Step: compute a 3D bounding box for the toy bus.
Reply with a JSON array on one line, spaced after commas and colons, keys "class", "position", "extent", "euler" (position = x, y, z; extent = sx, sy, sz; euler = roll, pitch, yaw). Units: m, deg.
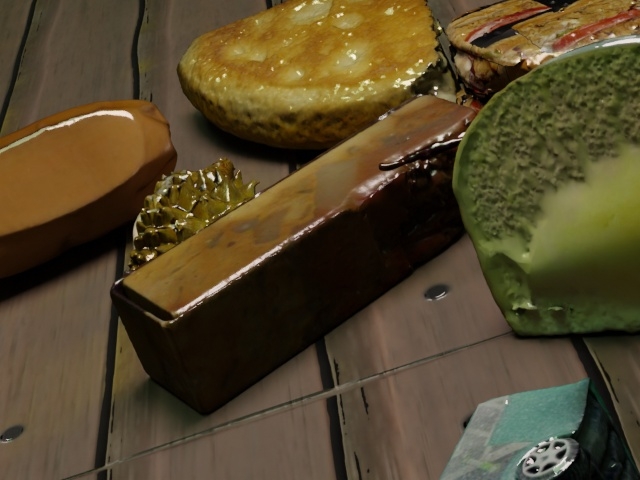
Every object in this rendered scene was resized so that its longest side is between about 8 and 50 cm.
[{"class": "toy bus", "position": [0.088, 0.178, 0.715], "extent": [0.109, 0.091, 0.262], "euler": [-14, 25, 37]}]

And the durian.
[{"class": "durian", "position": [-0.099, -0.031, 1.225], "extent": [0.140, 0.078, 0.224], "euler": [-15, 29, 12]}]

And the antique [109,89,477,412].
[{"class": "antique", "position": [0.000, 0.000, 1.093], "extent": [0.310, 0.087, 0.093], "euler": [-33, 32, -23]}]

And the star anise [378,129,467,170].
[{"class": "star anise", "position": [0.138, -0.052, 1.062], "extent": [0.190, 0.070, 0.097], "euler": [-7, 72, 0]}]

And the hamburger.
[{"class": "hamburger", "position": [0.216, -0.147, 1.197], "extent": [0.231, 0.107, 0.231], "euler": [-13, 22, 5]}]

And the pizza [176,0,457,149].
[{"class": "pizza", "position": [-0.011, -0.147, 1.371], "extent": [0.268, 0.087, 0.258], "euler": [-18, 32, 7]}]

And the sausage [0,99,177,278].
[{"class": "sausage", "position": [-0.241, -0.048, 1.309], "extent": [0.241, 0.120, 0.136], "euler": [-25, -6, -13]}]

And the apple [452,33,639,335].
[{"class": "apple", "position": [0.221, -0.045, 0.924], "extent": [0.265, 0.193, 0.120], "euler": [-7, 20, 30]}]
